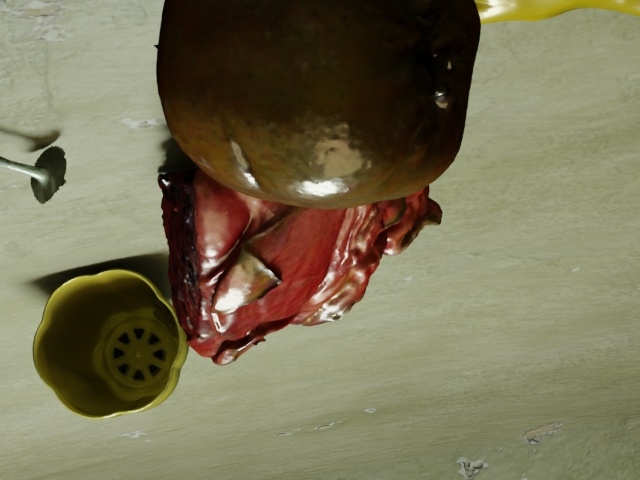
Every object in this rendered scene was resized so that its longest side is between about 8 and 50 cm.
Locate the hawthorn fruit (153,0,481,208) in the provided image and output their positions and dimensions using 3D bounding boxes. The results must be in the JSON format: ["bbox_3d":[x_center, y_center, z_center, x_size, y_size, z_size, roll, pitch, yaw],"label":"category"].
[{"bbox_3d":[-0.020,-0.151,1.477,0.301,0.268,0.267,6,171,37],"label":"hawthorn fruit"}]

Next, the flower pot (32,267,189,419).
[{"bbox_3d":[-0.259,0.140,2.228,0.195,0.195,0.179,-12,171,5],"label":"flower pot"}]

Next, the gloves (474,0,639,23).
[{"bbox_3d":[0.179,-0.254,1.553,0.294,0.116,0.133,1,130,-3],"label":"gloves"}]

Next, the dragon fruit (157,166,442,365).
[{"bbox_3d":[0.001,0.010,1.849,0.329,0.228,0.286,-6,177,-14],"label":"dragon fruit"}]

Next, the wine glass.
[{"bbox_3d":[-0.354,-0.091,1.751,0.066,0.066,0.198,-26,151,35],"label":"wine glass"}]
